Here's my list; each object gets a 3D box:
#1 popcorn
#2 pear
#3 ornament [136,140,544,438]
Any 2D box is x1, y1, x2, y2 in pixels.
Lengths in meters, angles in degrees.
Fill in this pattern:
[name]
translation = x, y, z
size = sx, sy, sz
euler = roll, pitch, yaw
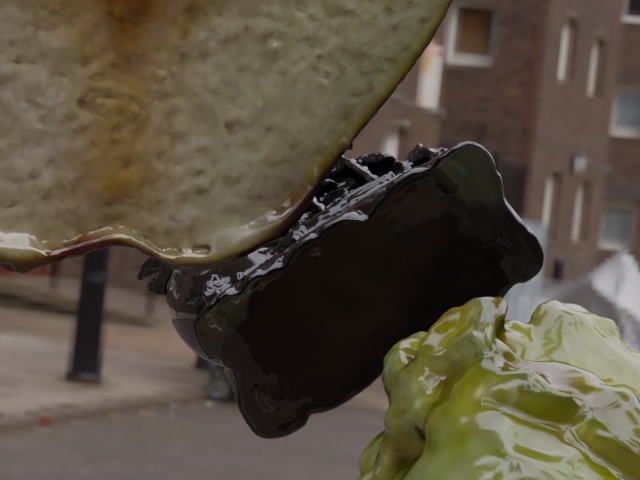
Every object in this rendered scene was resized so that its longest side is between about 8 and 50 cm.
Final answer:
[popcorn]
translation = 0.140, 0.154, 0.827
size = 0.225, 0.174, 0.286
euler = 14, 26, -18
[pear]
translation = -0.104, -0.193, 0.822
size = 0.340, 0.387, 0.191
euler = 3, 22, -20
[ornament]
translation = 0.000, 0.000, 1.121
size = 0.251, 0.106, 0.260
euler = -30, 21, -2
